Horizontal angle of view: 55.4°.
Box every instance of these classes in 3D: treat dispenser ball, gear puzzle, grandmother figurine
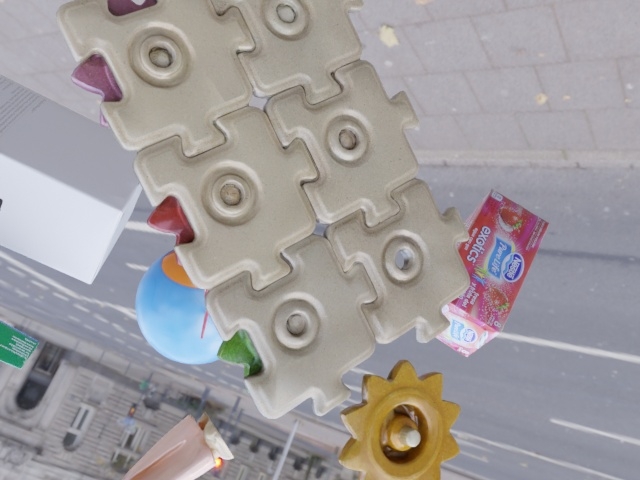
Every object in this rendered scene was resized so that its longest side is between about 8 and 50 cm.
[{"bbox_3d":[-0.297,0.153,1.475,0.288,0.288,0.288,19,159,7],"label":"treat dispenser ball"},{"bbox_3d":[0.000,0.000,0.365,0.339,0.175,0.044,64,156,-7],"label":"gear puzzle"},{"bbox_3d":[-0.310,0.412,0.981,0.104,0.342,0.208,56,162,3],"label":"grandmother figurine"}]

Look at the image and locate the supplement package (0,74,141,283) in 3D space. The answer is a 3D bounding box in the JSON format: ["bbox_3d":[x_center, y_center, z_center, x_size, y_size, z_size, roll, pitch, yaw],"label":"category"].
[{"bbox_3d":[-0.439,-0.098,0.948,0.292,0.178,0.175,27,125,-13],"label":"supplement package"}]

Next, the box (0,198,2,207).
[{"bbox_3d":[-0.393,0.045,0.596,0.093,0.158,0.156,20,118,-26],"label":"box"}]

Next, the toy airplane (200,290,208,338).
[{"bbox_3d":[-0.146,0.057,0.822,0.028,0.151,0.151,9,166,-25],"label":"toy airplane"}]

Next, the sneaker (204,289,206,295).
[{"bbox_3d":[-0.164,0.019,1.052,0.091,0.126,0.240,-1,144,-25],"label":"sneaker"}]

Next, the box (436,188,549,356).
[{"bbox_3d":[0.278,0.054,1.061,0.122,0.257,0.128,32,149,4],"label":"box"}]

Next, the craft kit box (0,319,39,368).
[{"bbox_3d":[-0.586,0.086,0.899,0.246,0.061,0.250,21,158,26],"label":"craft kit box"}]
